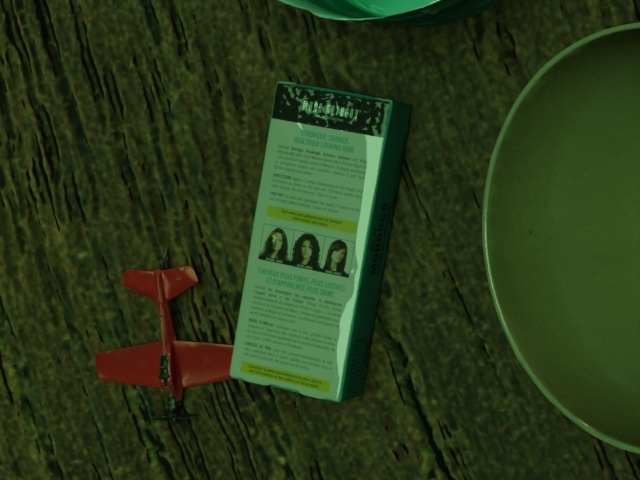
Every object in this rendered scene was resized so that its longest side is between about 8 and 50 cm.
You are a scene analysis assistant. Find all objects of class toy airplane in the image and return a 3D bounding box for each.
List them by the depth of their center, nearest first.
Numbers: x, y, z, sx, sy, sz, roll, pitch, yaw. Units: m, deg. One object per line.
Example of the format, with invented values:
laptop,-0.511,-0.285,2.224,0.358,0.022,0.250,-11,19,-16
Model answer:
toy airplane,-0.128,0.082,1.344,0.151,0.028,0.151,0,91,18

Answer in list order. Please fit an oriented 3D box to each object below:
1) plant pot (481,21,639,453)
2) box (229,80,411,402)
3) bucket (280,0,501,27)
plant pot,0.278,-0.007,1.087,0.284,0.191,0.284,8,101,47
box,0.000,0.000,1.277,0.100,0.060,0.244,12,95,19
bucket,0.056,-0.290,1.187,0.281,0.183,0.281,1,92,20
